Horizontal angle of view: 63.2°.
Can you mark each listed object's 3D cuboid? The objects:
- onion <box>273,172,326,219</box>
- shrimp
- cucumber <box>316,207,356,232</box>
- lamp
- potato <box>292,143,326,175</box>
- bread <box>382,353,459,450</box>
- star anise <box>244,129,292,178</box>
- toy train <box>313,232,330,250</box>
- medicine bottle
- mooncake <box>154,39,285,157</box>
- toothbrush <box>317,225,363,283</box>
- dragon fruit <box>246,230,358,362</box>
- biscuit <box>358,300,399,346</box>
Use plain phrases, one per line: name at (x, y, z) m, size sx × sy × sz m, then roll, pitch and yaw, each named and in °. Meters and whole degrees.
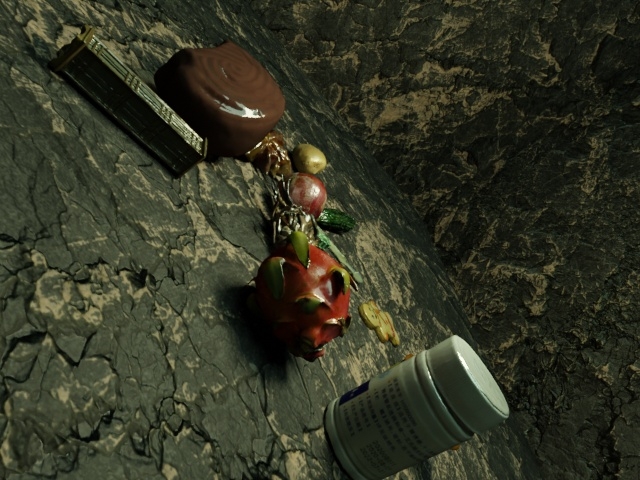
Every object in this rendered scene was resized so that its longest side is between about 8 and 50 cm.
onion at (-0.062, -0.097, 1.496) m, size 0.159 × 0.159 × 0.195 m, roll 41°, pitch 46°, yaw -41°
shrimp at (-0.080, -0.035, 1.368) m, size 0.145 × 0.116 × 0.343 m, roll 24°, pitch 42°, yaw -62°
cucumber at (0.048, -0.076, 1.855) m, size 0.077 × 0.077 × 0.265 m, roll 63°, pitch 17°, yaw 18°
lamp at (-0.374, -0.272, 1.055) m, size 0.325 × 0.090 × 0.089 m, roll 46°, pitch 20°, yaw -34°
potato at (-0.045, -0.302, 1.950) m, size 0.178 × 0.118 × 0.109 m, roll -120°, pitch -157°, yaw -57°
bread at (0.270, 0.448, 1.405) m, size 0.270 × 0.148 × 0.270 m, roll 48°, pitch 19°, yaw -23°
star anise at (-0.187, -0.311, 1.592) m, size 0.349 × 0.109 × 0.292 m, roll 43°, pitch 17°, yaw -34°
toy train at (0.000, 0.000, 1.664) m, size 0.083 × 0.033 × 0.053 m, roll 31°, pitch 26°, yaw -54°
medicine bottle at (0.193, 0.348, 1.070) m, size 0.190 × 0.332 × 0.190 m, roll 49°, pitch 19°, yaw -24°
mooncake at (-0.243, -0.373, 1.319) m, size 0.326 × 0.174 × 0.334 m, roll 6°, pitch 57°, yaw -43°
toothbrush at (0.054, 0.041, 1.749) m, size 0.294 × 0.026 × 0.028 m, roll 49°, pitch 1°, yaw -23°
dragon fruit at (-0.035, 0.117, 1.073) m, size 0.227 × 0.224 × 0.224 m, roll 49°, pitch 11°, yaw 31°
biscuit at (0.195, 0.269, 1.720) m, size 0.234 × 0.030 × 0.153 m, roll 38°, pitch 24°, yaw -47°
